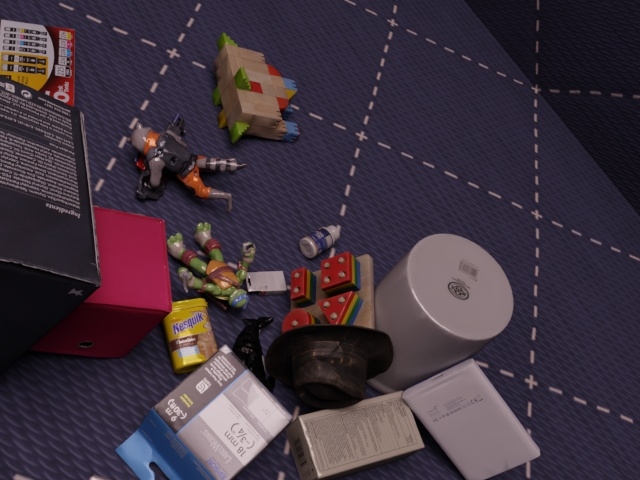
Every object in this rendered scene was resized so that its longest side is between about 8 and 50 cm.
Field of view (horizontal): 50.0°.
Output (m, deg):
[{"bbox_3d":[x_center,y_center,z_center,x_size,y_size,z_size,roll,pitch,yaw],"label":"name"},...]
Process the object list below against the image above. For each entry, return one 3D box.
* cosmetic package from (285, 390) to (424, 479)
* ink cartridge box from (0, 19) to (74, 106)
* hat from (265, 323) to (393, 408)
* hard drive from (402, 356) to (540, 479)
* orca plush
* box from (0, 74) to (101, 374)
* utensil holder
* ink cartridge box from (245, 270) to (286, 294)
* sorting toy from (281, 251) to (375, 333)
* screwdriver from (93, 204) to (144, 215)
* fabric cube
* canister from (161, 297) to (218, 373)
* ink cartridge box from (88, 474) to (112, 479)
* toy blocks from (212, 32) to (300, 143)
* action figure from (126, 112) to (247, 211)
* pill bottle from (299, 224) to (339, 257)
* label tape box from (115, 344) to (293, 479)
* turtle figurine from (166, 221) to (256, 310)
[{"bbox_3d":[0.087,0.499,1.734,0.309,0.113,0.160,-5,61,-28],"label":"cosmetic package"},{"bbox_3d":[-0.844,-0.465,1.949,0.272,0.130,0.309,1,58,-22],"label":"ink cartridge box"},{"bbox_3d":[0.030,0.333,1.687,0.331,0.331,0.134,9,44,-19],"label":"hat"},{"bbox_3d":[0.388,0.470,1.769,0.319,0.210,0.040,53,23,-13],"label":"hard drive"},{"bbox_3d":[-0.166,0.309,1.752,0.151,0.102,0.287,26,51,-7],"label":"orca plush"},{"bbox_3d":[-0.722,-0.013,1.417,0.297,0.480,0.472,20,42,-47],"label":"box"},{"bbox_3d":[0.281,0.209,1.842,0.327,0.385,0.328,11,55,-17],"label":"utensil holder"},{"bbox_3d":[-0.157,0.121,1.931,0.115,0.029,0.063,-1,59,-24],"label":"ink cartridge box"},{"bbox_3d":[0.010,0.169,1.825,0.089,0.257,0.255,41,40,-43],"label":"sorting toy"},{"bbox_3d":[-0.570,-0.078,1.889,0.170,0.025,0.024,10,54,-29],"label":"screwdriver"},{"bbox_3d":[-0.521,0.100,1.600,0.254,0.258,0.259,13,52,-36],"label":"fabric cube"},{"bbox_3d":[-0.332,0.243,1.743,0.126,0.073,0.170,-8,63,-28],"label":"canister"},{"bbox_3d":[-0.382,0.624,1.406,0.278,0.117,0.201,23,68,-9],"label":"ink cartridge box"},{"bbox_3d":[-0.191,-0.478,2.246,0.261,0.191,0.381,5,57,-36],"label":"toy blocks"},{"bbox_3d":[-0.391,-0.260,1.993,0.330,0.178,0.341,21,54,-22],"label":"action figure"},{"bbox_3d":[0.000,0.000,2.058,0.120,0.067,0.067,-31,75,-36],"label":"pill bottle"},{"bbox_3d":[-0.264,0.442,1.570,0.240,0.106,0.333,45,65,9],"label":"label tape box"},{"bbox_3d":[-0.282,0.041,1.797,0.198,0.275,0.266,-47,58,-3],"label":"turtle figurine"}]
